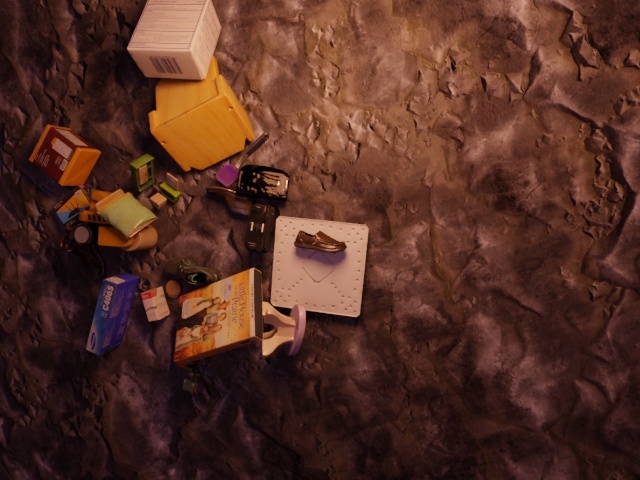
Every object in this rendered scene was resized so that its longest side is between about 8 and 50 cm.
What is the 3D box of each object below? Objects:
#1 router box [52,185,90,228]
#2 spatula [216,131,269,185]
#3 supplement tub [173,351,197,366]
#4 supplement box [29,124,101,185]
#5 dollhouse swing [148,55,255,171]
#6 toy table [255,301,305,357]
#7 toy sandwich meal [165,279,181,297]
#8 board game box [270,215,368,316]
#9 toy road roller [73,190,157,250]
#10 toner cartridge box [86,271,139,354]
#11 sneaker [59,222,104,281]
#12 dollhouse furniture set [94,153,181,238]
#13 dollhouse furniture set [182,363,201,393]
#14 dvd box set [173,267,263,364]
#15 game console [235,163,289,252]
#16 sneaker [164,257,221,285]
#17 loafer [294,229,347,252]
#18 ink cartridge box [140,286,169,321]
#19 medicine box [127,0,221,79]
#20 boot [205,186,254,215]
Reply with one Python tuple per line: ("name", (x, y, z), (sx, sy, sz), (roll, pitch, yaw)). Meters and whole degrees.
("router box", (-1.142, -0.153, 1.901), (0.178, 0.046, 0.133), (-33, 90, 12))
("spatula", (-0.325, -0.351, 1.731), (0.296, 0.030, 0.084), (-45, 128, 7))
("supplement tub", (-0.568, 0.482, 1.845), (0.190, 0.117, 0.117), (-41, 89, 11))
("supplement box", (-1.145, -0.379, 1.831), (0.194, 0.129, 0.191), (37, 102, 4))
("dollhouse swing", (-0.501, -0.543, 1.732), (0.346, 0.305, 0.315), (-23, 134, 12))
("toy table", (-0.168, 0.371, 1.684), (0.160, 0.252, 0.275), (6, 123, -16))
("toy sandwich meal", (-0.674, 0.222, 1.877), (0.085, 0.029, 0.086), (1, 93, 11))
("board game box", (-0.007, 0.107, 1.732), (0.389, 0.050, 0.391), (6, 98, 9))
("toy road roller", (-0.893, -0.089, 1.789), (0.329, 0.202, 0.241), (7, 93, 11))
("toner cartridge box", (-0.953, 0.330, 1.870), (0.075, 0.165, 0.348), (20, 100, 8))
("sneaker", (-1.107, 0.065, 1.864), (0.106, 0.162, 0.282), (-17, 94, 12))
("dollhouse furniture set", (-0.755, -0.186, 1.687), (0.197, 0.301, 0.151), (35, 141, 6))
("dollhouse furniture set", (-0.610, 0.653, 1.904), (0.076, 0.058, 0.152), (15, 99, 8))
("dvd box set", (-0.430, 0.319, 1.711), (0.420, 0.062, 0.308), (-21, 55, 21))
("game console", (-0.253, -0.133, 1.687), (0.213, 0.044, 0.362), (8, 83, -3))
("sneaker", (-0.582, 0.140, 1.811), (0.267, 0.106, 0.101), (8, 100, 10))
("loafer", (0.000, 0.000, 1.649), (0.219, 0.080, 0.079), (7, 99, 9))
("ink cartridge box", (-0.754, 0.290, 1.862), (0.056, 0.099, 0.136), (-13, 94, 11))
("medicine box", (-0.565, -0.800, 1.607), (0.263, 0.149, 0.290), (6, 68, 9))
("boot", (-0.393, -0.172, 1.749), (0.219, 0.082, 0.106), (8, 96, 7))
